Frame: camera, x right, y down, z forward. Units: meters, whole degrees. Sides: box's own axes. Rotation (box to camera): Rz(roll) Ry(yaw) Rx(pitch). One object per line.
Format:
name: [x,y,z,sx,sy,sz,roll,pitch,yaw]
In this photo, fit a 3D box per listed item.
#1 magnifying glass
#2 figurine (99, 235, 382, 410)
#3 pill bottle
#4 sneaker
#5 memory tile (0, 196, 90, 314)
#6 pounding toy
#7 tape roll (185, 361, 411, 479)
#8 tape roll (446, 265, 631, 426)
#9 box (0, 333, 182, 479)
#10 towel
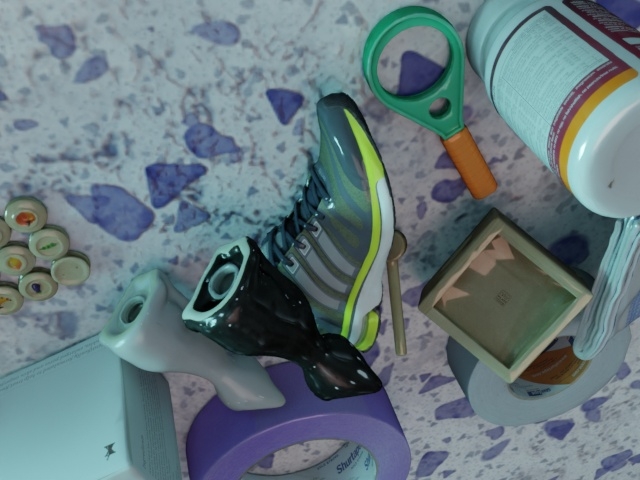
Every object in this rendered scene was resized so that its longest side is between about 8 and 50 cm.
magnifying glass: [0.117,-0.122,0.715,0.092,0.026,0.231,-33,131,8]
figurine: [-0.076,0.109,0.738,0.214,0.092,0.209,-17,133,38]
pill bottle: [0.209,-0.127,0.611,0.121,0.221,0.121,-9,129,-11]
sneaker: [0.000,0.000,0.723,0.121,0.111,0.300,-5,127,-9]
memory tile: [-0.304,0.025,0.701,0.147,0.012,0.113,-24,131,1]
pounding toy: [0.149,0.051,0.812,0.206,0.094,0.181,39,105,2]
tape roll: [-0.028,0.278,0.943,0.274,0.090,0.275,-9,129,-11]
tape roll: [0.274,0.137,0.942,0.219,0.072,0.219,-9,129,-11]
box: [-0.251,0.217,0.761,0.180,0.182,0.119,-24,133,2]
towel: [0.394,0.005,0.829,0.285,0.034,0.209,-25,136,-32]
